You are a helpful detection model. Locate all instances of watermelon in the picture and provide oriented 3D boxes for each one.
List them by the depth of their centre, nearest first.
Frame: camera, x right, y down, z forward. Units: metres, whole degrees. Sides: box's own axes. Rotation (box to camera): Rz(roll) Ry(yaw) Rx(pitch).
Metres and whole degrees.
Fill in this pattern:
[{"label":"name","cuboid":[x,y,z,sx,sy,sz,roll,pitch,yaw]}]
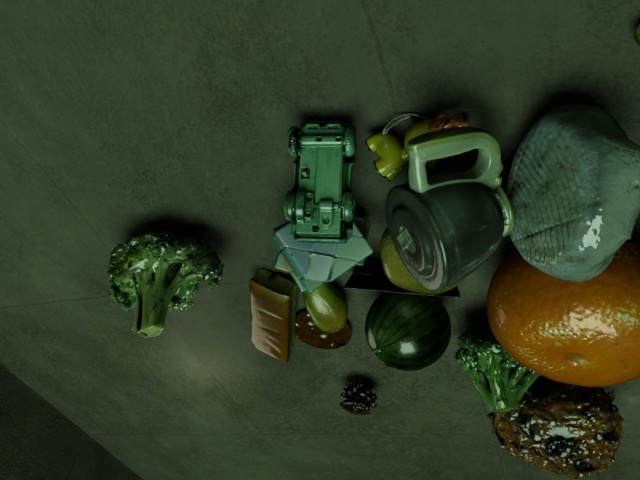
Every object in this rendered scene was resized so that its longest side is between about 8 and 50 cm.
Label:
[{"label":"watermelon","cuboid":[0.248,0.248,1.650,0.242,0.242,0.242,7,137,7]}]

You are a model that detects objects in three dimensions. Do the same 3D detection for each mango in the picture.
[{"label":"mango","cuboid":[0.015,0.184,1.744,0.125,0.111,0.233,-10,121,8]}]

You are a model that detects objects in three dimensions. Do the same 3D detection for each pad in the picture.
[{"label":"pad","cuboid":[0.223,0.122,1.585,0.300,0.202,0.005,4,98,9]}]

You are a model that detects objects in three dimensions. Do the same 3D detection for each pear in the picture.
[{"label":"pear","cuboid":[0.265,0.038,1.452,0.211,0.188,0.228,0,168,21]}]

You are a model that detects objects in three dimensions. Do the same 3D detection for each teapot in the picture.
[{"label":"teapot","cuboid":[0.274,-0.078,1.244,0.239,0.239,0.321,-23,98,-15]}]

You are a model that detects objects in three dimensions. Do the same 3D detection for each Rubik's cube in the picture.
[{"label":"Rubik's cube","cuboid":[0.000,0.000,1.486,0.224,0.265,0.213,57,170,1]}]

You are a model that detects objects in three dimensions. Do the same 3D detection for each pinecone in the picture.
[{"label":"pinecone","cuboid":[0.140,0.563,2.093,0.140,0.120,0.140,6,138,6]}]

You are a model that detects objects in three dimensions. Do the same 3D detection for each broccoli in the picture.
[{"label":"broccoli","cuboid":[0.540,0.351,1.679,0.308,0.275,0.308,-1,160,-1]},{"label":"broccoli","cuboid":[-0.438,0.123,1.682,0.375,0.302,0.249,-10,171,16]}]

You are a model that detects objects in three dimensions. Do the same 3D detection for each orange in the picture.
[{"label":"orange","cuboid":[0.621,0.153,1.400,0.424,0.326,0.424,17,145,12]}]

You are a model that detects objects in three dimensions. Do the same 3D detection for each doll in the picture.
[{"label":"doll","cuboid":[0.219,-0.216,1.279,0.221,0.135,0.143,-25,157,27]}]

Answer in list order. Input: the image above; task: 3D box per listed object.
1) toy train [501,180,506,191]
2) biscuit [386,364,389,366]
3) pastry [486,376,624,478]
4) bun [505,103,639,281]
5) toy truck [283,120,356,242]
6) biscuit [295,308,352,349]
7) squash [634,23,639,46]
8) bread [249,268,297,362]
[{"label":"toy train","cuboid":[0.380,-0.113,1.388,0.209,0.042,0.044,-7,156,19]},{"label":"biscuit","cuboid":[0.276,0.335,1.864,0.151,0.063,0.235,1,138,13]},{"label":"pastry","cuboid":[0.753,0.570,1.832,0.405,0.292,0.337,21,127,6]},{"label":"bun","cuboid":[0.518,-0.091,1.174,0.194,0.354,0.354,0,138,-11]},{"label":"toy truck","cuboid":[0.005,-0.131,1.307,0.155,0.278,0.156,1,169,7]},{"label":"biscuit","cuboid":[0.001,0.295,1.911,0.212,0.036,0.212,8,136,8]},{"label":"squash","cuboid":[0.683,-0.345,1.054,0.239,0.069,0.069,20,137,-6]},{"label":"bread","cuboid":[-0.150,0.247,1.854,0.138,0.077,0.361,20,138,14]}]
